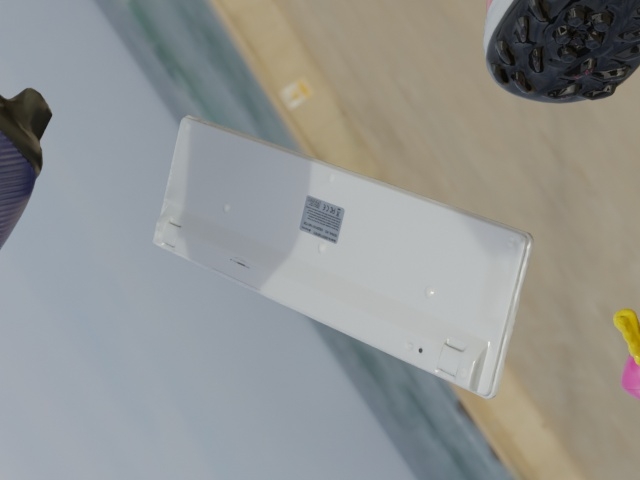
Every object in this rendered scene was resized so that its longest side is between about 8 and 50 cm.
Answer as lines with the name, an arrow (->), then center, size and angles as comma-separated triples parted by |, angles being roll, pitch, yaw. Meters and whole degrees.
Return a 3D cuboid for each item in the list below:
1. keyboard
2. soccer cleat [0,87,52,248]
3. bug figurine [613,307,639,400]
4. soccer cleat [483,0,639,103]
keyboard -> 0.000, 0.000, 0.774 | 0.014, 0.072, 0.256 | 13, -174, -42
soccer cleat -> -0.202, -0.059, 0.521 | 0.093, 0.121, 0.289 | 20, 166, 42
bug figurine -> 0.239, 0.075, 0.654 | 0.279, 0.216, 0.072 | 66, -162, -13
soccer cleat -> 0.161, -0.198, 0.775 | 0.318, 0.108, 0.116 | 121, 154, -52
